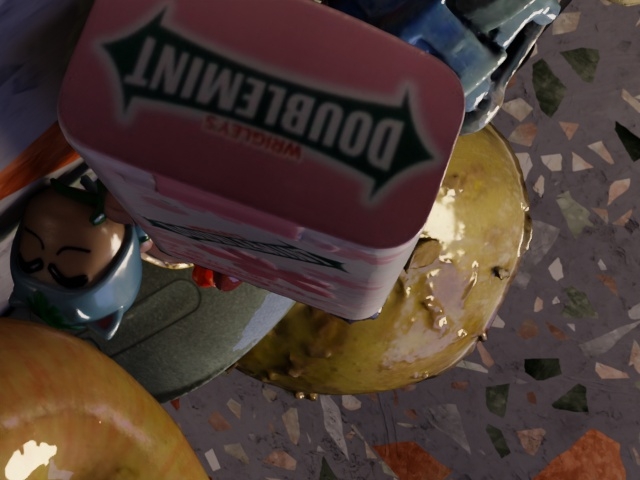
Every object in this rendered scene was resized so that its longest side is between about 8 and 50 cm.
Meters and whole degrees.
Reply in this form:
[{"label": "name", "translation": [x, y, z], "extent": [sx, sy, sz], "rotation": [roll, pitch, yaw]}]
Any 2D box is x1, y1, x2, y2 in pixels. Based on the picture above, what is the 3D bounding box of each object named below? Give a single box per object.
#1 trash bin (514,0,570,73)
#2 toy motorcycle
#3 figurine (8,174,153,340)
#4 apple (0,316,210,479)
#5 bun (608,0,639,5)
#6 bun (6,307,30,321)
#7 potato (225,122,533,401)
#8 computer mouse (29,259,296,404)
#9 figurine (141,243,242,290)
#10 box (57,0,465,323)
[{"label": "trash bin", "translation": [0.280, -0.367, 1.936], "extent": [0.209, 0.182, 0.290], "rotation": [-40, 175, -47]}, {"label": "toy motorcycle", "translation": [0.073, -0.161, 1.037], "extent": [0.319, 0.182, 0.241], "rotation": [-41, -179, 12]}, {"label": "figurine", "translation": [-0.168, -0.020, 0.978], "extent": [0.178, 0.114, 0.144], "rotation": [-55, 165, -32]}, {"label": "apple", "translation": [-0.262, 0.247, 0.908], "extent": [0.346, 0.391, 0.391], "rotation": [-25, -170, 34]}, {"label": "bun", "translation": [0.388, -0.416, 1.395], "extent": [0.326, 0.234, 0.362], "rotation": [-33, -160, 29]}, {"label": "bun", "translation": [-0.344, 0.115, 1.549], "extent": [0.141, 0.083, 0.141], "rotation": [-43, 179, -1]}, {"label": "potato", "translation": [0.000, 0.000, 1.572], "extent": [0.319, 0.385, 0.442], "rotation": [2, 130, -48]}, {"label": "computer mouse", "translation": [-0.171, 0.060, 1.404], "extent": [0.374, 0.203, 0.114], "rotation": [-34, -167, 17]}, {"label": "figurine", "translation": [-0.117, -0.011, 1.215], "extent": [0.127, 0.185, 0.234], "rotation": [-17, 164, -37]}, {"label": "box", "translation": [-0.027, -0.038, 0.767], "extent": [0.370, 0.190, 0.112], "rotation": [97, 14, -83]}]
